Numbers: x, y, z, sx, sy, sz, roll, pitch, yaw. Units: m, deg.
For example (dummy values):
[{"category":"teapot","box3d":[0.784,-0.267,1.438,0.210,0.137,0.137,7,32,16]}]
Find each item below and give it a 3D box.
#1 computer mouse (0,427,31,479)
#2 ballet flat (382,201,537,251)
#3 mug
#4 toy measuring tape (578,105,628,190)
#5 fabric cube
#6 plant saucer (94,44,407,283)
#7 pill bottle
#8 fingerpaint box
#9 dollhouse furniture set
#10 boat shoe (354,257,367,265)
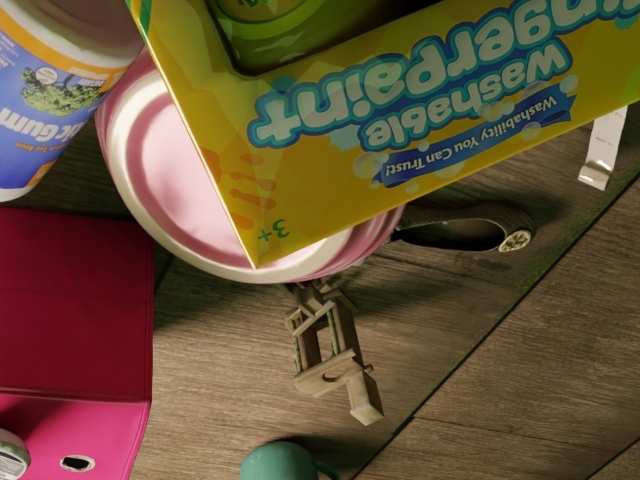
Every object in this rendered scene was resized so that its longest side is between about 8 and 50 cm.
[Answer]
[{"category":"computer mouse","box3d":[-0.344,0.225,0.833,0.106,0.042,0.193,33,128,-29]},{"category":"ballet flat","box3d":[0.162,-0.012,1.055,0.250,0.058,0.084,8,134,-20]},{"category":"mug","box3d":[-0.060,0.400,1.406,0.158,0.097,0.129,28,123,-35]},{"category":"toy measuring tape","box3d":[0.301,-0.159,0.886,0.121,0.121,0.330,-8,136,-5]},{"category":"fabric cube","box3d":[-0.337,0.136,0.952,0.258,0.259,0.254,8,134,-19]},{"category":"plant saucer","box3d":[-0.077,-0.078,0.822,0.332,0.084,0.332,10,130,12]},{"category":"pill bottle","box3d":[-0.292,-0.131,0.761,0.152,0.152,0.272,26,126,-33]},{"category":"fingerpaint box","box3d":[0.086,-0.242,0.468,0.445,0.163,0.371,-23,126,-3]},{"category":"dollhouse furniture set","box3d":[-0.015,0.139,1.081,0.101,0.182,0.161,-28,135,16]},{"category":"boat shoe","box3d":[0.000,0.000,1.044,0.142,0.049,0.040,6,128,-28]}]
